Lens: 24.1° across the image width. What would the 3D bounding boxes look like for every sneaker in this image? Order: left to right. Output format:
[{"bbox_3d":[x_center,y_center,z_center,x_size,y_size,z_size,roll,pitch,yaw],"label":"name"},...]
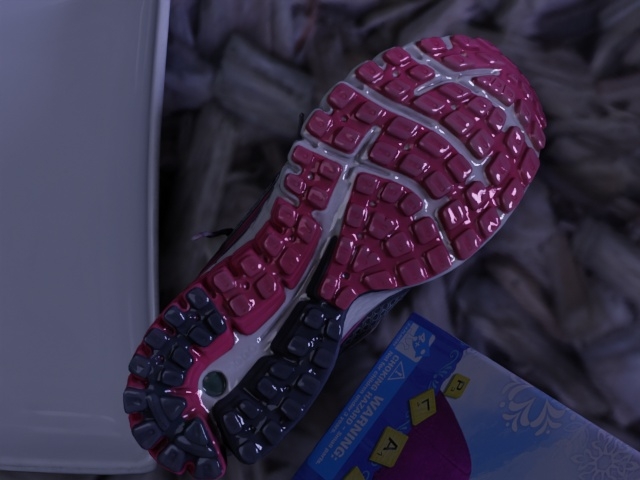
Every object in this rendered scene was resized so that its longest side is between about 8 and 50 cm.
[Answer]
[{"bbox_3d":[0.000,0.000,0.849,0.299,0.112,0.121,-43,95,-5],"label":"sneaker"}]

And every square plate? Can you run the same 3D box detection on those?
[{"bbox_3d":[-0.245,-0.021,0.995,0.344,0.049,0.347,-4,80,24],"label":"square plate"}]

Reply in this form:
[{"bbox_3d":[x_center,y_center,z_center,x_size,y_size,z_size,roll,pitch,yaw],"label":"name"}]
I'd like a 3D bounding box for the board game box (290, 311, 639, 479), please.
[{"bbox_3d":[0.052,0.224,0.705,0.319,0.066,0.318,-54,34,-4],"label":"board game box"}]
